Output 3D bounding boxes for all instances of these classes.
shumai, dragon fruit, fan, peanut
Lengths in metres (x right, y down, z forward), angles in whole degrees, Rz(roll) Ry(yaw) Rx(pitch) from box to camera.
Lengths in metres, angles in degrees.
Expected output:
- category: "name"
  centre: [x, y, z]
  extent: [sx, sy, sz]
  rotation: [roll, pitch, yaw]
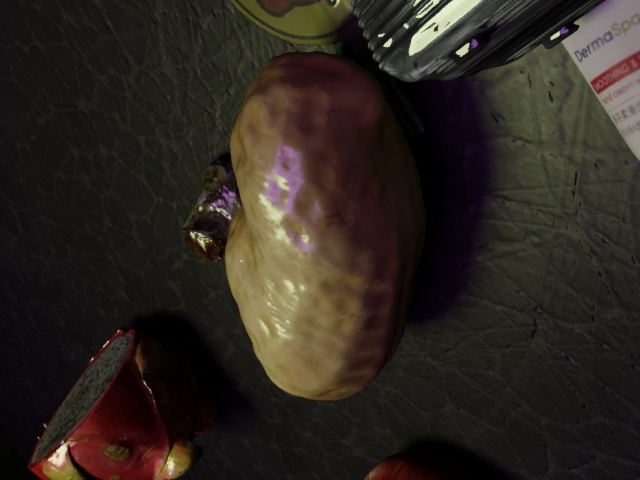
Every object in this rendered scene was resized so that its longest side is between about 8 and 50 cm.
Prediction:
- category: "shumai"
  centre: [-0.119, -0.027, 0.843]
  extent: [0.098, 0.087, 0.124]
  rotation: [11, 129, 42]
- category: "dragon fruit"
  centre: [-0.308, 0.311, 1.200]
  extent: [0.225, 0.305, 0.305]
  rotation: [42, 147, -19]
- category: "fan"
  centre: [-0.005, -0.229, 0.598]
  extent: [0.335, 0.011, 0.229]
  rotation: [55, 145, -10]
- category: "peanut"
  centre: [0.000, 0.000, 0.677]
  extent: [0.192, 0.169, 0.387]
  rotation: [34, 141, 29]

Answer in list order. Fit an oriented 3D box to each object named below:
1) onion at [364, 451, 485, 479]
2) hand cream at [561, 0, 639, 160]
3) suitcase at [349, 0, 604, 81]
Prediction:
- category: "onion"
  centre: [0.149, 0.383, 0.899]
  extent: [0.248, 0.161, 0.248]
  rotation: [12, 117, 25]
- category: "hand cream"
  centre: [0.197, -0.138, 0.429]
  extent: [0.133, 0.083, 0.248]
  rotation: [-32, 88, 53]
- category: "suitcase"
  centre: [0.116, -0.224, 0.342]
  extent: [0.312, 0.128, 0.202]
  rotation: [-29, 80, 55]
